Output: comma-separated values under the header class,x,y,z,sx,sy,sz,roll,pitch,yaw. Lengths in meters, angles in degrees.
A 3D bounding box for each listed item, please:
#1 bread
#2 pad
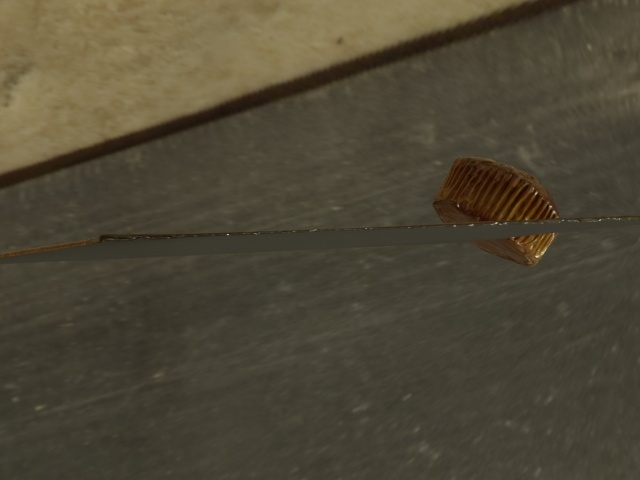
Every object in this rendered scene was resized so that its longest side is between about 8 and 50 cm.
class,x,y,z,sx,sy,sz,roll,pitch,yaw
bread,0.118,-0.024,1.013,0.085,0.085,0.053,30,81,10
pad,0.000,0.000,0.576,0.243,0.163,0.004,-2,88,-30
